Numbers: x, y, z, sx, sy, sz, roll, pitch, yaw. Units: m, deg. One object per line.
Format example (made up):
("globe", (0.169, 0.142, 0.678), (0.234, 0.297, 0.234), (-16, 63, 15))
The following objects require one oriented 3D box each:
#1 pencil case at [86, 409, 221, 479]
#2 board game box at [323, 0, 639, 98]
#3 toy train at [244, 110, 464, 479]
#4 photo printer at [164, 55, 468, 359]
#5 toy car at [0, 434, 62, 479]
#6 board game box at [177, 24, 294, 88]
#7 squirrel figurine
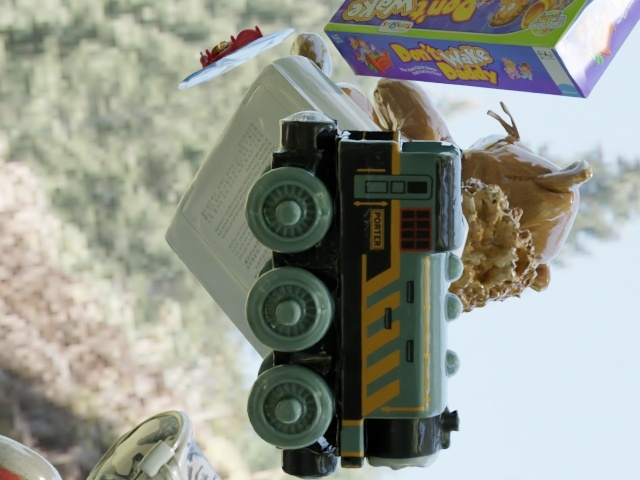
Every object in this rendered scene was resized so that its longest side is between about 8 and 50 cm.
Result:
("pencil case", (-0.131, 0.400, 2.334), (0.183, 0.160, 0.410), (-1, -54, 55))
("board game box", (0.199, -0.275, 2.068), (0.347, 0.233, 0.078), (11, -32, 47))
("toy train", (0.032, 0.051, 1.698), (0.142, 0.190, 0.333), (-64, 154, -81))
("photo printer", (0.000, 0.000, 1.921), (0.307, 0.107, 0.256), (47, -64, 35))
("toy car", (-0.348, 0.272, 1.633), (0.210, 0.219, 0.238), (8, -119, 32))
("board game box", (-0.117, -0.249, 2.479), (0.033, 0.169, 0.133), (63, 14, 2))
("squirrel figurine", (0.124, -0.018, 2.177), (0.397, 0.371, 0.281), (-101, -154, -57))
